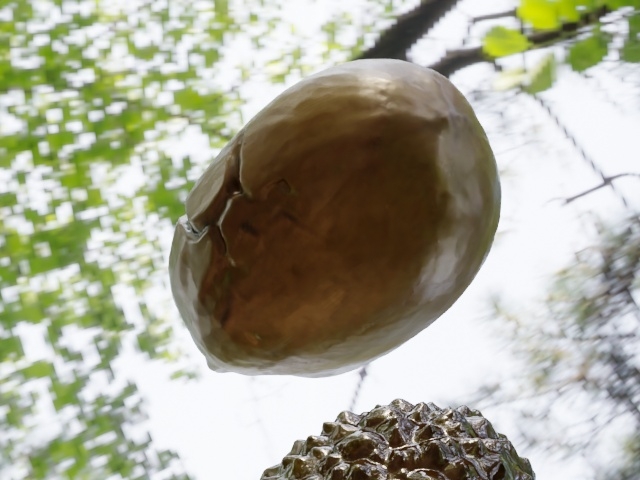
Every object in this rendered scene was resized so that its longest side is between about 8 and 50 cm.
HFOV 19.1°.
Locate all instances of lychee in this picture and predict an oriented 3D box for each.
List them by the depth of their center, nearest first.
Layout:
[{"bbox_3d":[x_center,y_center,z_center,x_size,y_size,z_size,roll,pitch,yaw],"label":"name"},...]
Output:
[{"bbox_3d":[0.029,0.190,0.934,0.200,0.200,0.238,11,-112,22],"label":"lychee"}]

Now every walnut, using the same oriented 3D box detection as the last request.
[{"bbox_3d":[0.000,0.000,1.363,0.203,0.203,0.298,48,-64,11],"label":"walnut"}]
